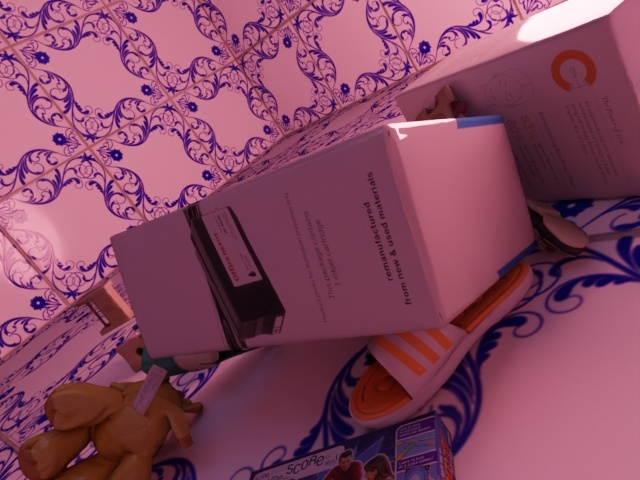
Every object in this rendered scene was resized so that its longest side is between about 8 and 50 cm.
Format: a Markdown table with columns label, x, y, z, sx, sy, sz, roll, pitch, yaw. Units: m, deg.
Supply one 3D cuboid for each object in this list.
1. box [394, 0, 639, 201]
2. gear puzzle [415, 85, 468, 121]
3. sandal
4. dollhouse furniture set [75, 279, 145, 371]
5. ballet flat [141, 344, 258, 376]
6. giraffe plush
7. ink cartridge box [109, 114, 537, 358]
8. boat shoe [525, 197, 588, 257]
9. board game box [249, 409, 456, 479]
| label | x | y | z | sx | sy | sz | roll | pitch | yaw |
| --- | --- | --- | --- | --- | --- | --- | --- | --- | --- |
| box | 0.306 | -0.184 | 0.722 | 0.168 | 0.215 | 0.345 | -41 | 20 | -23 |
| gear puzzle | 0.137 | -0.061 | 0.805 | 0.044 | 0.175 | 0.339 | -4 | -25 | -29 |
| sandal | 0.118 | 0.084 | 0.570 | 0.265 | 0.076 | 0.102 | -40 | 19 | -18 |
| dollhouse furniture set | -0.367 | 0.141 | 1.081 | 0.129 | 0.183 | 0.129 | -29 | 18 | 12 |
| ballet flat | -0.145 | 0.144 | 0.787 | 0.247 | 0.083 | 0.087 | -20 | 16 | -20 |
| giraffe plush | -0.251 | 0.242 | 0.698 | 0.210 | 0.181 | 0.170 | -46 | -3 | -4 |
| ink cartridge box | 0.000 | 0.000 | 0.609 | 0.395 | 0.166 | 0.285 | -14 | 4 | 38 |
| boat shoe | 0.268 | -0.009 | 0.619 | 0.137 | 0.049 | 0.043 | -92 | 18 | -67 |
| board game box | 0.014 | 0.230 | 0.437 | 0.201 | 0.035 | 0.136 | -26 | 19 | 21 |
